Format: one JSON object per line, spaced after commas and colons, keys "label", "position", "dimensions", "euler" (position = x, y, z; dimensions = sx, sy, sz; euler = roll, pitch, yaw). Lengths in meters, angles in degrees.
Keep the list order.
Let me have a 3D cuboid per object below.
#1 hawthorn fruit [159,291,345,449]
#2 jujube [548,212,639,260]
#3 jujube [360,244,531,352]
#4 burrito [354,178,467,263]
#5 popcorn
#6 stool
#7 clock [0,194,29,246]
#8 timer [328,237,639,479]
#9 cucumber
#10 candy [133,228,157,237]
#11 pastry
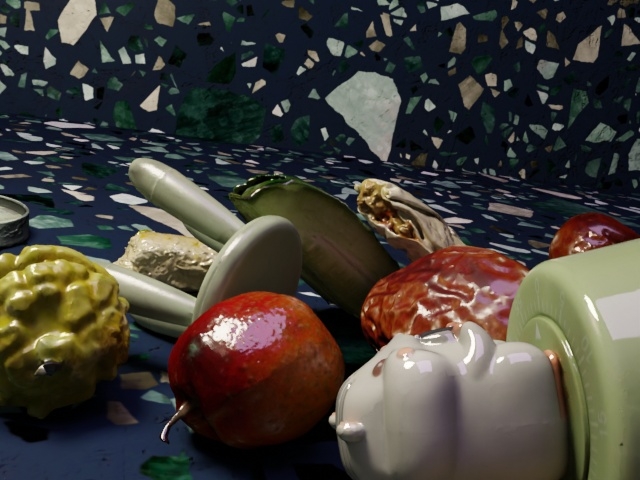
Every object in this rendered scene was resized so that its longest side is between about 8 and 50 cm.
{"label": "hawthorn fruit", "position": [-0.078, 0.136, 0.781], "dimensions": [0.157, 0.157, 0.194], "euler": [22, 37, 40]}
{"label": "jujube", "position": [0.559, 0.045, 1.550], "dimensions": [0.236, 0.168, 0.168], "euler": [33, 22, 20]}
{"label": "jujube", "position": [0.163, 0.107, 0.955], "dimensions": [0.197, 0.197, 0.290], "euler": [1, 4, -30]}
{"label": "burrito", "position": [0.203, 0.050, 1.111], "dimensions": [0.392, 0.076, 0.117], "euler": [40, 5, -13]}
{"label": "popcorn", "position": [-0.272, 0.091, 0.808], "dimensions": [0.142, 0.174, 0.173], "euler": [-8, 3, 32]}
{"label": "stool", "position": [-0.152, 0.036, 0.963], "dimensions": [0.198, 0.195, 0.195], "euler": [21, -12, 22]}
{"label": "clock", "position": [-0.584, -0.037, 1.299], "dimensions": [0.225, 0.049, 0.226], "euler": [10, 13, -2]}
{"label": "timer", "position": [0.166, 0.144, 0.683], "dimensions": [0.315, 0.291, 0.291], "euler": [-2, 15, -5]}
{"label": "cucumber", "position": [0.000, -0.002, 1.112], "dimensions": [0.145, 0.105, 0.325], "euler": [23, -15, 49]}
{"label": "candy", "position": [-0.232, 0.017, 1.339], "dimensions": [0.058, 0.062, 0.193], "euler": [-34, -24, 33]}
{"label": "pastry", "position": [-0.185, 0.039, 1.201], "dimensions": [0.258, 0.089, 0.121], "euler": [9, 1, -15]}
